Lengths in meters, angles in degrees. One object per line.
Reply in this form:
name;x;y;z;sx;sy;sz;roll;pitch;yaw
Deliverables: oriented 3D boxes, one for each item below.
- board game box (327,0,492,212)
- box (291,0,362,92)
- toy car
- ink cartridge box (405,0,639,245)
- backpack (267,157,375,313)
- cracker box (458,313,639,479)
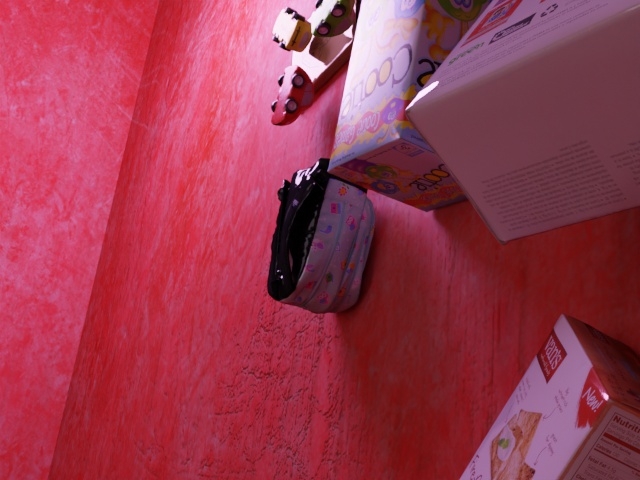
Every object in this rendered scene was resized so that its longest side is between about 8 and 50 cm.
board game box;0.124;-0.193;0.886;0.144;0.142;0.275;-18;57;58
box;0.010;-0.330;1.331;0.201;0.021;0.165;-36;43;48
toy car;-0.004;-0.315;1.264;0.225;0.053;0.239;-40;42;46
ink cartridge box;0.253;-0.159;0.528;0.309;0.130;0.272;-18;27;49
backpack;0.000;0.000;1.029;0.152;0.115;0.182;155;129;-70
cracker box;0.159;0.186;0.593;0.232;0.067;0.156;-62;2;15
